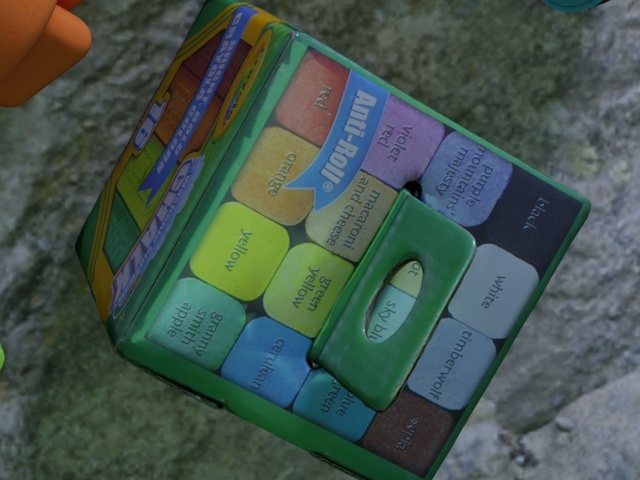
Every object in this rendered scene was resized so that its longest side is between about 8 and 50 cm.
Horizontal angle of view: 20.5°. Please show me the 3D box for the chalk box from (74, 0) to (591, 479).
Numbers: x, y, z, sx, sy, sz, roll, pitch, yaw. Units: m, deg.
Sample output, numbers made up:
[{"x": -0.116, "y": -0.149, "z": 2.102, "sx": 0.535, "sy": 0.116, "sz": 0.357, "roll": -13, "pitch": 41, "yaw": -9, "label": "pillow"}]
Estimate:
[{"x": 0.000, "y": 0.000, "z": 0.908, "sx": 0.179, "sy": 0.289, "sz": 0.180, "roll": 29, "pitch": 94, "yaw": -17, "label": "chalk box"}]

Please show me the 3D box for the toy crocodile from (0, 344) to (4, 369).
[{"x": -0.255, "y": 0.184, "z": 0.923, "sx": 0.105, "sy": 0.115, "sz": 0.340, "roll": 24, "pitch": 95, "yaw": -15, "label": "toy crocodile"}]

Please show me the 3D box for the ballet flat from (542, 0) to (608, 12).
[{"x": 0.097, "y": -0.257, "z": 0.982, "sx": 0.095, "sy": 0.096, "sz": 0.280, "roll": -11, "pitch": 122, "yaw": 34, "label": "ballet flat"}]

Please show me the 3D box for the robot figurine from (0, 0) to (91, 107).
[{"x": -0.218, "y": -0.151, "z": 0.895, "sx": 0.219, "sy": 0.128, "sz": 0.158, "roll": 30, "pitch": 80, "yaw": -39, "label": "robot figurine"}]
